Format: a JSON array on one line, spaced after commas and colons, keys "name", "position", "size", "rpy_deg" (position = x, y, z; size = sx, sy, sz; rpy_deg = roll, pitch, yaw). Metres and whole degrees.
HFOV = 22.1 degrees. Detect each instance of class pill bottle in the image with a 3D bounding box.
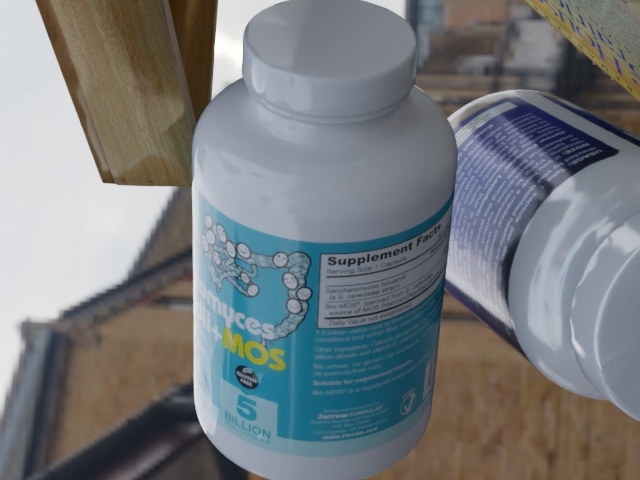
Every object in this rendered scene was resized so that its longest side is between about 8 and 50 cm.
[{"name": "pill bottle", "position": [0.164, 0.007, 0.997], "size": [0.265, 0.153, 0.153], "rpy_deg": [-135, 41, -66]}, {"name": "pill bottle", "position": [0.000, 0.000, 0.927], "size": [0.146, 0.146, 0.264], "rpy_deg": [-69, -15, -54]}]

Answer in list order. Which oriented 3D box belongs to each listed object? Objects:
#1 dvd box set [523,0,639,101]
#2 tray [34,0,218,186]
[{"name": "dvd box set", "position": [0.138, -0.218, 0.980], "size": [0.062, 0.307, 0.420], "rpy_deg": [-44, -26, 1]}, {"name": "tray", "position": [-0.110, -0.206, 0.874], "size": [0.411, 0.076, 0.202], "rpy_deg": [83, -171, -67]}]
